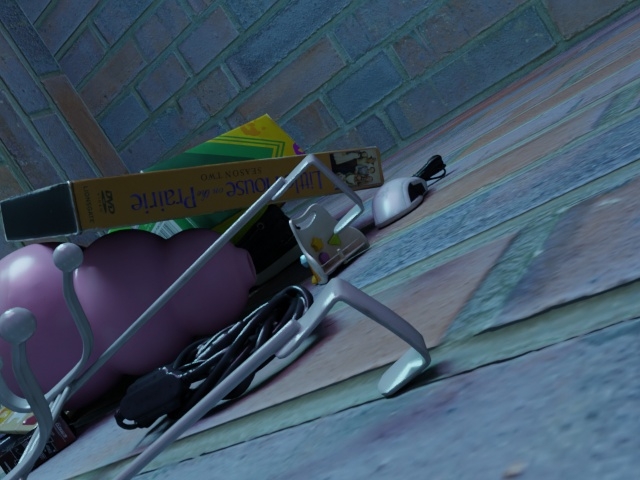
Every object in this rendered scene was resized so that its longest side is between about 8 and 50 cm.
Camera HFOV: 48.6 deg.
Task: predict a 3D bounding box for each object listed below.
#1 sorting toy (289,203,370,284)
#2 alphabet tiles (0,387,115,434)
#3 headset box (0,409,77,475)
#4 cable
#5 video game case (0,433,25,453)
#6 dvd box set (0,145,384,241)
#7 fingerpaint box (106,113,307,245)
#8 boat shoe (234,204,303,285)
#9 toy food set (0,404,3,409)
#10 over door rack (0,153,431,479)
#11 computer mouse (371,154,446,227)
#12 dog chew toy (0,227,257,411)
[{"bbox_3d":[0.000,0.000,0.772,0.045,0.075,0.083,-27,7,48],"label":"sorting toy"},{"bbox_3d":[-0.357,0.172,1.061,0.343,0.011,0.285,-14,32,43],"label":"alphabet tiles"},{"bbox_3d":[-0.303,0.219,0.772,0.083,0.032,0.062,-33,5,-19],"label":"headset box"},{"bbox_3d":[-0.069,0.089,0.559,0.184,0.047,0.150,-33,-1,29],"label":"cable"},{"bbox_3d":[-0.448,0.281,1.143,0.196,0.026,0.274,-36,6,-36],"label":"video game case"},{"bbox_3d":[-0.170,-0.063,0.947,0.421,0.062,0.308,-11,6,-36],"label":"dvd box set"},{"bbox_3d":[-0.262,-0.010,1.428,0.371,0.163,0.445,-38,-8,-49],"label":"fingerpaint box"},{"bbox_3d":[-0.183,0.057,1.149,0.340,0.113,0.127,-32,5,3],"label":"boat shoe"},{"bbox_3d":[-0.667,0.346,1.367,0.105,0.111,0.232,-33,2,-6],"label":"toy food set"},{"bbox_3d":[-0.118,0.060,0.426,0.324,0.108,0.239,-32,21,9],"label":"over door rack"},{"bbox_3d":[0.109,-0.067,0.950,0.106,0.042,0.193,-30,5,22],"label":"computer mouse"},{"bbox_3d":[-0.240,0.079,0.854,0.332,0.206,0.206,-17,5,2],"label":"dog chew toy"}]
